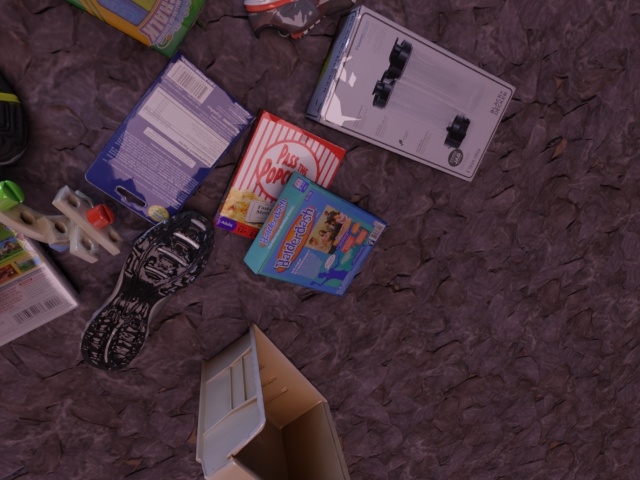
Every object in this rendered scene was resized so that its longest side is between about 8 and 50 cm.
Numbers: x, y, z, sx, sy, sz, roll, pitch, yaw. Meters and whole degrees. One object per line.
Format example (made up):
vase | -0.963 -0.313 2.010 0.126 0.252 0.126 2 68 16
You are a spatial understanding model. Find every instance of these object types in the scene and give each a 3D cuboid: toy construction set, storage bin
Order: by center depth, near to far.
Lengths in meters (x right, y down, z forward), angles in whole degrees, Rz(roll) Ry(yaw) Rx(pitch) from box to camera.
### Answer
toy construction set | -0.425 0.026 0.505 0.328 0.151 0.214 -32 111 -5
storage bin | -0.077 0.327 0.721 0.123 0.260 0.262 -34 116 3

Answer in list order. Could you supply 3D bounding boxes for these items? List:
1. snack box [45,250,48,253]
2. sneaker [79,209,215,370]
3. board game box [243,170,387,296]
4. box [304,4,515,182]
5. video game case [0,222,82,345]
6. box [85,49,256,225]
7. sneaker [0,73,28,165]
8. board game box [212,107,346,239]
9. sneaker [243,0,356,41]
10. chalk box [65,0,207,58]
snack box | -0.498 0.053 0.616 0.179 0.022 0.064 -4 108 -15
sneaker | -0.267 0.063 0.648 0.100 0.108 0.271 37 90 -22
board game box | 0.000 0.000 0.689 0.210 0.047 0.160 23 102 -47
box | 0.141 -0.220 0.665 0.290 0.087 0.169 15 106 -22
video game case | -0.504 0.062 0.591 0.227 0.026 0.206 -28 111 -6
box | -0.219 -0.141 0.616 0.136 0.036 0.225 38 96 -25
sneaker | -0.542 -0.197 0.466 0.385 0.145 0.147 30 132 -28
board game box | -0.068 -0.091 0.676 0.147 0.045 0.193 20 104 -24
sneaker | -0.026 -0.322 0.599 0.158 0.061 0.064 -8 124 -3
chalk box | -0.210 -0.312 0.469 0.132 0.132 0.213 -52 157 16
